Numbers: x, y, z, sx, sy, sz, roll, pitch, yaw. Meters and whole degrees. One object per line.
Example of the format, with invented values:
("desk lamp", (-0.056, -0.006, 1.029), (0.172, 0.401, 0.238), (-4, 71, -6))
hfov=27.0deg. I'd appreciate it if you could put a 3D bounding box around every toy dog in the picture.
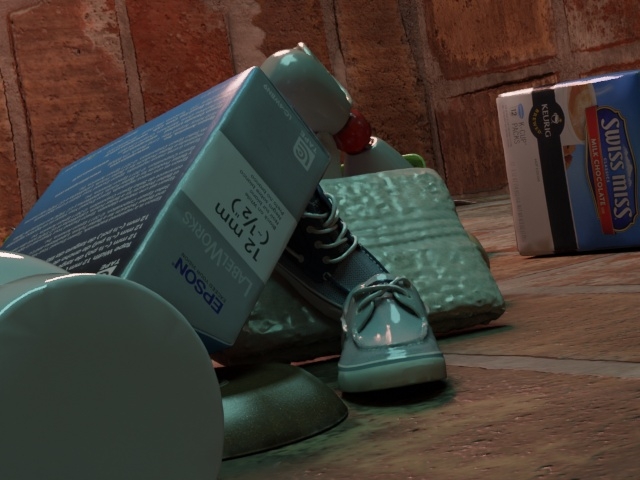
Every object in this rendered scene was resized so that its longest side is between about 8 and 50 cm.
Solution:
("toy dog", (0.024, -0.041, 1.414), (0.161, 0.333, 0.220), (-42, 9, 6))

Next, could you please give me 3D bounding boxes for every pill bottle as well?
("pill bottle", (-0.180, 0.085, 0.626), (0.162, 0.162, 0.278), (-12, 5, -41))

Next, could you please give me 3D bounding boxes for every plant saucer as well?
("plant saucer", (-0.081, 0.116, 0.918), (0.199, 0.036, 0.198), (-9, 4, 1))

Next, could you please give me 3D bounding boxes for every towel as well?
("towel", (0.014, 0.024, 1.230), (0.282, 0.187, 0.049), (-9, -39, -18))

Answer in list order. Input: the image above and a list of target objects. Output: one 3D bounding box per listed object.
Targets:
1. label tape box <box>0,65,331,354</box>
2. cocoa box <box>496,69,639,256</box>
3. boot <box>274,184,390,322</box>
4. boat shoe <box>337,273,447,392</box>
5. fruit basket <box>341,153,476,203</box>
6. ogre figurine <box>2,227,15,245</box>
("label tape box", (-0.163, 0.040, 1.021), (0.249, 0.115, 0.347), (-22, 29, 36))
("cocoa box", (0.448, -0.120, 1.850), (0.228, 0.231, 0.347), (-5, 5, 44))
("boot", (0.000, 0.000, 1.155), (0.190, 0.086, 0.069), (32, 50, 16))
("boat shoe", (0.046, 0.066, 1.023), (0.079, 0.081, 0.227), (-9, 3, -1))
("fruit basket", (0.027, -0.021, 1.899), (0.327, 0.165, 0.353), (-7, 6, 20))
("ogre figurine", (-0.354, 0.063, 1.350), (0.197, 0.096, 0.118), (-21, 24, -34))
